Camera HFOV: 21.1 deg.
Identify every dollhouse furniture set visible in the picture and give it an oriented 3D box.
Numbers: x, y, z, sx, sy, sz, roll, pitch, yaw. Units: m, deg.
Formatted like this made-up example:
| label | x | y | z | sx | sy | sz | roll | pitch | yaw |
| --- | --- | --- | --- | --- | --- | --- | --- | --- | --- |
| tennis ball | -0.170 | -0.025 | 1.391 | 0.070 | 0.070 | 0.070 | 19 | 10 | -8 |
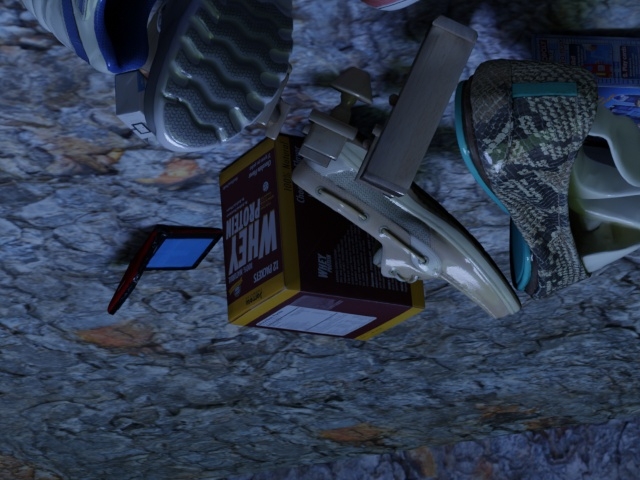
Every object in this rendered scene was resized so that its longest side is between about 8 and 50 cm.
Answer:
| label | x | y | z | sx | sy | sz | roll | pitch | yaw |
| --- | --- | --- | --- | --- | --- | --- | --- | --- | --- |
| dollhouse furniture set | -0.044 | -0.194 | 1.697 | 0.355 | 0.174 | 0.303 | 25 | 180 | 0 |

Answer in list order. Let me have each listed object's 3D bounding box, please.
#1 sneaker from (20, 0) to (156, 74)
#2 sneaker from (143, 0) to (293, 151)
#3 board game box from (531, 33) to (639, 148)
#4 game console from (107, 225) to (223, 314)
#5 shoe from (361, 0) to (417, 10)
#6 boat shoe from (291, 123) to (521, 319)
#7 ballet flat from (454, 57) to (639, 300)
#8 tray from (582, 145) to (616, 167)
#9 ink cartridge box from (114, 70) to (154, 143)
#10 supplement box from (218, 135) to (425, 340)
| label | x | y | z | sx | sy | sz | roll | pitch | yaw |
| --- | --- | --- | --- | --- | --- | --- | --- | --- | --- |
| sneaker | -0.118 | -0.257 | 1.284 | 0.112 | 0.131 | 0.296 | -16 | 146 | -48 |
| sneaker | -0.085 | -0.189 | 1.399 | 0.115 | 0.281 | 0.105 | -11 | 142 | 44 |
| board game box | 0.291 | -0.162 | 1.821 | 0.194 | 0.060 | 0.194 | 7 | 161 | -18 |
| game console | -0.204 | 0.042 | 2.237 | 0.085 | 0.124 | 0.144 | 28 | 151 | -8 |
| shoe | 0.083 | -0.256 | 1.535 | 0.081 | 0.063 | 0.178 | 7 | 161 | -41 |
| boat shoe | 0.099 | -0.004 | 1.939 | 0.302 | 0.098 | 0.109 | 42 | -173 | -13 |
| ballet flat | 0.263 | -0.052 | 1.813 | 0.182 | 0.164 | 0.483 | -4 | 158 | 12 |
| tray | 0.392 | -0.079 | 2.027 | 0.270 | 0.030 | 0.145 | 10 | -175 | -42 |
| ink cartridge box | -0.187 | -0.139 | 1.809 | 0.028 | 0.048 | 0.083 | -10 | 160 | 15 |
| supplement box | 0.000 | 0.000 | 2.008 | 0.194 | 0.191 | 0.129 | 9 | 155 | -32 |
